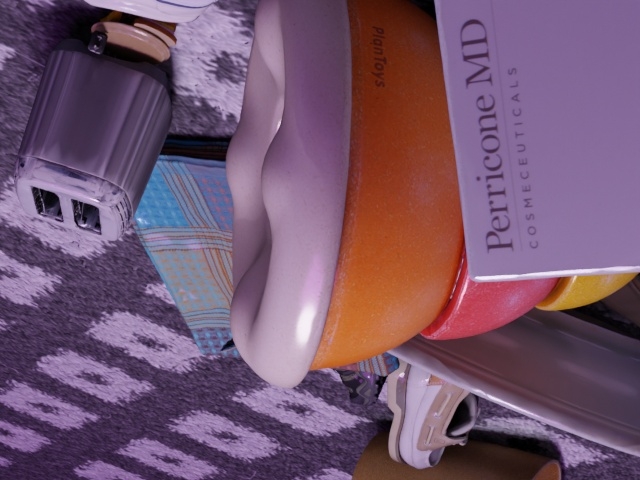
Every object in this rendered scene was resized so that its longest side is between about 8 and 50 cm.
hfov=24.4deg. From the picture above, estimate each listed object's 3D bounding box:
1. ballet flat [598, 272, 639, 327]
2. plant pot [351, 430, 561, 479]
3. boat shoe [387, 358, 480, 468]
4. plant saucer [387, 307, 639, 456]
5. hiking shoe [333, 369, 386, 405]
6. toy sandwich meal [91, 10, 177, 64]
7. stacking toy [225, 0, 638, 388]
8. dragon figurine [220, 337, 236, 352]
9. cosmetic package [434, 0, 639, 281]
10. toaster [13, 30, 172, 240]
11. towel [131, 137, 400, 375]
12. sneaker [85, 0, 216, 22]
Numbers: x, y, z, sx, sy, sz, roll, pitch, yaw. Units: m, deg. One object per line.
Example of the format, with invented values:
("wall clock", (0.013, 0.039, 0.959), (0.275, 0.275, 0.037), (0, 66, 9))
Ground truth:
("ballet flat", (0.368, 0.072, 1.537), (0.248, 0.086, 0.086), (32, 150, -27))
("plant pot", (0.177, 0.376, 2.113), (0.254, 0.237, 0.237), (20, 158, 25))
("boat shoe", (0.151, 0.225, 1.922), (0.103, 0.113, 0.302), (15, 154, 15))
("plant saucer", (0.220, 0.111, 1.536), (0.400, 0.101, 0.400), (21, -178, -1))
("hiking shoe", (0.031, 0.123, 1.844), (0.114, 0.086, 0.227), (16, 145, 15))
("toy sandwich meal", (-0.174, -0.193, 1.384), (0.085, 0.029, 0.085), (15, 164, 4))
("stacking toy", (0.171, -0.040, 1.235), (0.479, 0.351, 0.351), (5, 156, -10))
("dragon figurine", (0.000, 0.000, 1.479), (0.289, 0.085, 0.144), (-25, 110, 23))
("cosmetic package", (0.315, -0.109, 0.931), (0.453, 0.230, 0.161), (-6, -174, 27))
("toaster", (-0.221, -0.094, 1.439), (0.129, 0.147, 0.227), (17, 164, -4))
("towel", (-0.075, 0.025, 1.667), (0.271, 0.040, 0.370), (4, 140, 24))
("sneaker", (-0.205, -0.241, 1.228), (0.258, 0.094, 0.091), (22, 149, -12))
